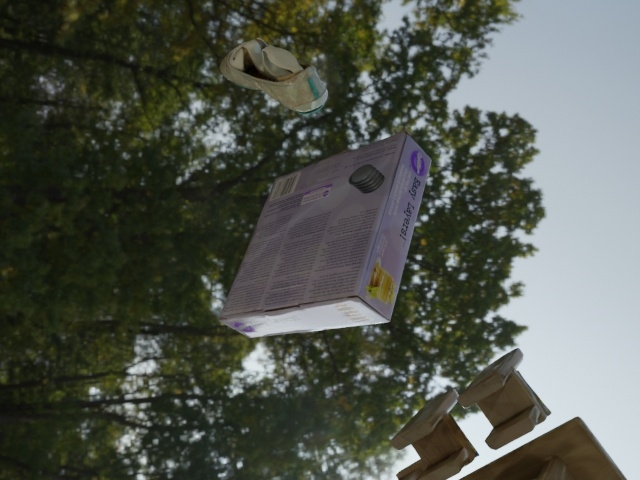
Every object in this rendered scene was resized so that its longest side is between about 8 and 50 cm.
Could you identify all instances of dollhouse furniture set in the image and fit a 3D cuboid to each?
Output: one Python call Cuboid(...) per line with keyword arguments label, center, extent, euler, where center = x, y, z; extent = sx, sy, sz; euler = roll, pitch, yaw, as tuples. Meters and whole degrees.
Cuboid(label="dollhouse furniture set", center=(0.159, 0.240, 0.612), extent=(0.242, 0.161, 0.212), euler=(-41, -102, 27))

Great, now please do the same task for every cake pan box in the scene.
Cuboid(label="cake pan box", center=(0.000, 0.000, 0.878), extent=(0.267, 0.070, 0.245), euler=(-15, -135, 42))

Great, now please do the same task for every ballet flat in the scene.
Cuboid(label="ballet flat", center=(-0.052, -0.177, 0.671), extent=(0.168, 0.057, 0.052), euler=(33, -24, 41))
